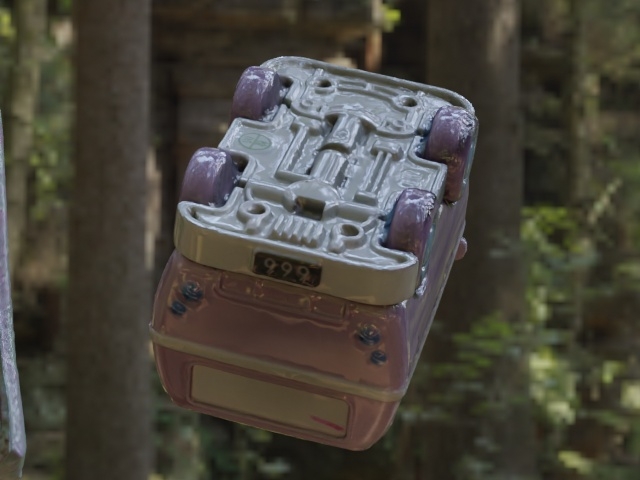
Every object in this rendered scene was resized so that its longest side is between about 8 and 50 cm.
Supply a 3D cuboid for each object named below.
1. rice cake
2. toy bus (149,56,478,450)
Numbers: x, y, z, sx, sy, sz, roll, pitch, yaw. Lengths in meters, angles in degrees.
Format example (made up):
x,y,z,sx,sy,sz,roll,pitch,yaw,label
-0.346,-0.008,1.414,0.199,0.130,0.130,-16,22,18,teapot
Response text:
x,y,z,sx,sy,sz,roll,pitch,yaw,label
-0.243,0.027,1.398,0.051,0.290,0.081,-4,-14,-13,rice cake
0.000,0.000,1.052,0.142,0.142,0.202,12,33,9,toy bus
